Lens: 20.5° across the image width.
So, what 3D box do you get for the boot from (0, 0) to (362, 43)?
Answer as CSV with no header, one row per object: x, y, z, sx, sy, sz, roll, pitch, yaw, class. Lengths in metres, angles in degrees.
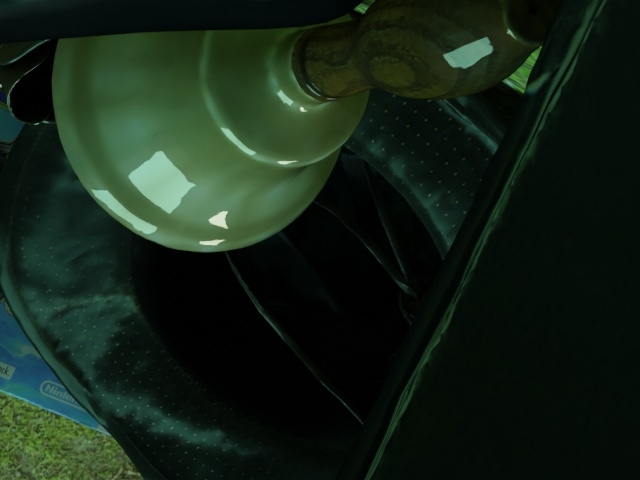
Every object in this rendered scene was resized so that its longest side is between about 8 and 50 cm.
-0.108,-0.043,0.504,0.246,0.207,0.094,26,179,35,boot

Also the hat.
0.000,0.000,0.896,0.331,0.331,0.134,26,-141,10,hat

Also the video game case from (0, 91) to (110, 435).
-0.157,-0.046,0.957,0.269,0.244,0.061,26,180,-27,video game case

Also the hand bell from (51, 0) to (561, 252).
0.007,-0.062,0.591,0.126,0.126,0.242,26,167,-23,hand bell

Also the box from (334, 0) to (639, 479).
0.179,0.247,0.433,0.480,0.472,0.297,26,-179,6,box

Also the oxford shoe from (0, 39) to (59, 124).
-0.124,-0.106,0.763,0.227,0.096,0.083,27,161,30,oxford shoe
